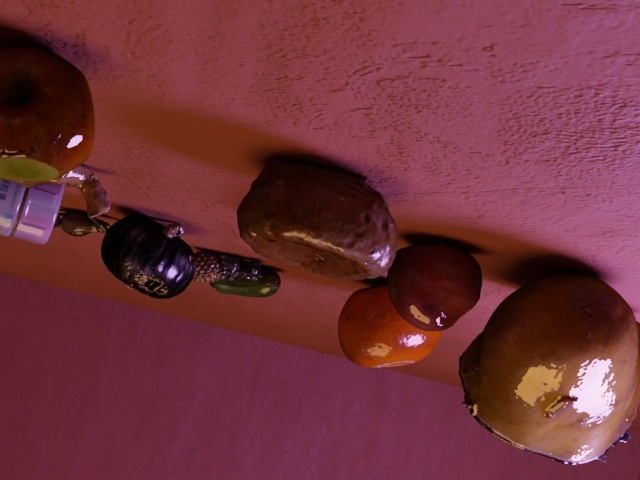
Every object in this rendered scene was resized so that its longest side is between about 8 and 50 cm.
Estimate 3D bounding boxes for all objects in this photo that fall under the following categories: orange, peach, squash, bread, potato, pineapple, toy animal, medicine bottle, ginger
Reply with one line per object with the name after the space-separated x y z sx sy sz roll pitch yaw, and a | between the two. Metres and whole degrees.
0.142 0.173 2.003 0.224 0.170 0.224 -8 168 -2 | orange
0.178 0.061 1.564 0.152 0.152 0.152 13 168 3 | peach
-0.336 0.031 1.910 0.193 0.156 0.193 15 -171 -2 | squash
-0.003 -0.028 1.331 0.229 0.123 0.230 15 168 3 | bread
0.436 0.177 1.577 0.397 0.290 0.296 -2 146 -23 | potato
-0.204 0.061 2.119 0.159 0.074 0.074 2 166 13 | pineapple
-0.512 -0.040 2.027 0.202 0.070 0.105 8 180 11 | toy animal
-0.172 0.093 2.212 0.219 0.068 0.077 3 176 40 | squash
-0.542 -0.073 1.688 0.168 0.135 0.135 18 167 -20 | medicine bottle
-0.475 -0.114 1.577 0.288 0.075 0.089 23 142 -20 | ginger

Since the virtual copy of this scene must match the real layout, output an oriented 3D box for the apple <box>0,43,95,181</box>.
-0.332 -0.143 1.098 0.163 0.146 0.147 1 163 -5 | apple
